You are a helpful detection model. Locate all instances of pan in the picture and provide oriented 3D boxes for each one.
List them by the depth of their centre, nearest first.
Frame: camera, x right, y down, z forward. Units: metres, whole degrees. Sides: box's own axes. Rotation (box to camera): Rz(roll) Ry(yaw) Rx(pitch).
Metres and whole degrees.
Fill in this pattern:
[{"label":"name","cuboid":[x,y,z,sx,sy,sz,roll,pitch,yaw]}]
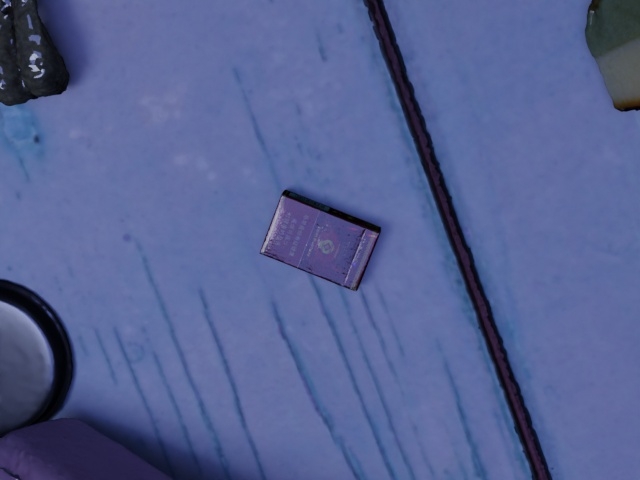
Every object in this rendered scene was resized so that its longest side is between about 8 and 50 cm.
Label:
[{"label":"pan","cuboid":[-0.287,0.145,0.955,0.136,0.028,0.235,20,104,1]}]

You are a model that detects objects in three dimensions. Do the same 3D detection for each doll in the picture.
[{"label":"doll","cuboid":[-0.239,-0.254,0.830,0.202,0.091,0.286,-35,86,45]}]

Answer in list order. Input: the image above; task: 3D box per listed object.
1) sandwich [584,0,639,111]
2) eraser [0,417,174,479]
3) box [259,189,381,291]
[{"label":"sandwich","cuboid":[0.312,-0.178,0.784,0.186,0.220,0.108,-29,97,-26]},{"label":"eraser","cuboid":[-0.128,0.337,0.876,0.359,0.122,0.272,28,107,23]},{"label":"box","cuboid":[0.000,0.000,0.895,0.082,0.023,0.051,21,105,1]}]
